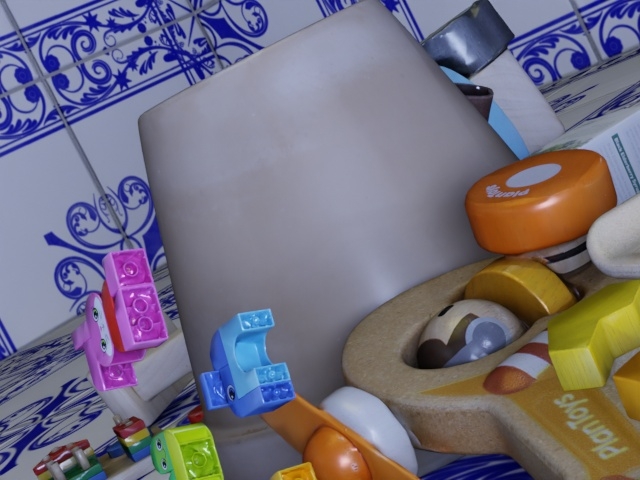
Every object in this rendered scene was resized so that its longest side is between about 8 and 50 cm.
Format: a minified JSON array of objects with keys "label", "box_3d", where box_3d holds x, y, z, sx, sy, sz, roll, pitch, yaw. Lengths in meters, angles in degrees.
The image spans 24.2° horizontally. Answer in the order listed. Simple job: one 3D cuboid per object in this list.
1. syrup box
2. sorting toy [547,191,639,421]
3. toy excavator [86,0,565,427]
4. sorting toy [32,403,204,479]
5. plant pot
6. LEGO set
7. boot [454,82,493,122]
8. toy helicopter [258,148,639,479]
[{"label":"syrup box","box_3d":[0.202,-0.026,1.292,0.237,0.096,0.093,-30,9,-31]},{"label":"sorting toy","box_3d":[0.221,-0.006,0.643,0.307,0.041,0.229,-29,14,-20]},{"label":"toy excavator","box_3d":[0.000,0.000,1.509,0.445,0.222,0.433,-39,7,-33]},{"label":"sorting toy","box_3d":[-0.210,0.203,1.364,0.274,0.046,0.132,-29,6,-15]},{"label":"plant pot","box_3d":[0.016,-0.003,1.050,0.323,0.280,0.323,-28,6,3]},{"label":"LEGO set","box_3d":[-0.054,0.123,0.742,0.087,0.227,0.093,-7,-17,-33]},{"label":"boot","box_3d":[0.033,-0.040,1.333,0.248,0.207,0.090,-4,26,-8]},{"label":"toy helicopter","box_3d":[0.093,0.083,0.731,0.235,0.140,0.355,-21,18,-6]}]
